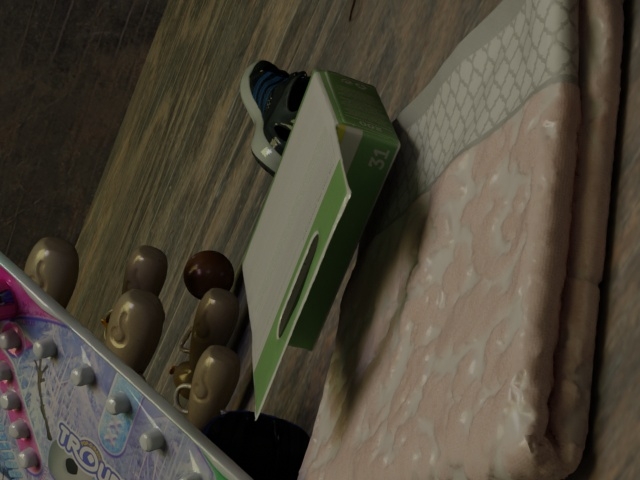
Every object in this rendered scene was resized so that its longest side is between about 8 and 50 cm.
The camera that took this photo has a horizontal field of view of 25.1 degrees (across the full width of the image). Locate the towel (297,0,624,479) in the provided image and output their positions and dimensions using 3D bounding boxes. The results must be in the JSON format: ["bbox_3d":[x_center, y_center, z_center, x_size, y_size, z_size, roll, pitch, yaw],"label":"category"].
[{"bbox_3d":[0.075,0.022,0.881,0.332,0.053,0.317,136,147,-63],"label":"towel"}]

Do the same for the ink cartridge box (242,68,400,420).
[{"bbox_3d":[0.000,0.000,0.979,0.235,0.056,0.171,-106,35,-64],"label":"ink cartridge box"}]

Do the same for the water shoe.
[{"bbox_3d":[-0.025,-0.130,1.402,0.080,0.073,0.203,-43,30,19],"label":"water shoe"}]

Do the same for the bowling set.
[{"bbox_3d":[-0.156,0.105,1.463,0.200,0.287,0.154,-18,-46,-52],"label":"bowling set"}]

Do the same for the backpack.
[{"bbox_3d":[-0.063,0.193,1.097,0.101,0.098,0.120,137,146,-69],"label":"backpack"}]

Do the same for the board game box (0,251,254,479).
[{"bbox_3d":[-0.200,0.257,1.075,0.390,0.050,0.390,38,124,28],"label":"board game box"}]
